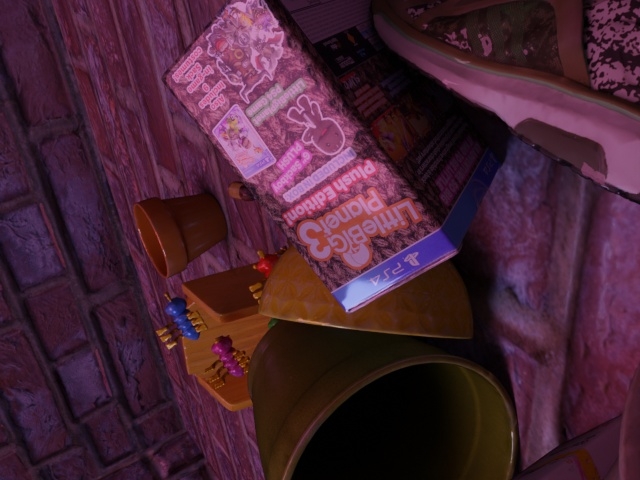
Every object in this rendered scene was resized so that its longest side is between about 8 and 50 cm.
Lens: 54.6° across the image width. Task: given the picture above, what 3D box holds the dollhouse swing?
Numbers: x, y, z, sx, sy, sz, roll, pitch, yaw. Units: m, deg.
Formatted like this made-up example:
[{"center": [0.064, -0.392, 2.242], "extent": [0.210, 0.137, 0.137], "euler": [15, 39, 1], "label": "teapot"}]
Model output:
[{"center": [-0.100, 0.272, 1.303], "extent": [0.347, 0.315, 0.305], "euler": [95, 153, -44], "label": "dollhouse swing"}]

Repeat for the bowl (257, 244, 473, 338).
[{"center": [0.067, 0.038, 0.841], "extent": [0.289, 0.289, 0.156], "euler": [-2, 80, 62], "label": "bowl"}]

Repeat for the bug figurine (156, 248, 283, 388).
[{"center": [-0.145, 0.146, 1.140], "extent": [0.072, 0.279, 0.216], "euler": [-91, -24, -75], "label": "bug figurine"}]

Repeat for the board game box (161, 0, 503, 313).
[{"center": [0.030, -0.119, 0.643], "extent": [0.141, 0.232, 0.291], "euler": [-34, 97, 35], "label": "board game box"}]

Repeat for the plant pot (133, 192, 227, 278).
[{"center": [-0.352, -0.032, 1.600], "extent": [0.205, 0.187, 0.205], "euler": [44, 147, 39], "label": "plant pot"}]

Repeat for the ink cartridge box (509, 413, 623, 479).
[{"center": [0.276, 0.330, 0.673], "extent": [0.168, 0.232, 0.171], "euler": [57, 153, 21], "label": "ink cartridge box"}]

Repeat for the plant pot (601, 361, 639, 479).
[{"center": [0.331, 0.233, 0.439], "extent": [0.334, 0.333, 0.305], "euler": [51, 161, 28], "label": "plant pot"}]

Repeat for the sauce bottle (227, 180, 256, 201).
[{"center": [-0.160, -0.105, 1.346], "extent": [0.128, 0.042, 0.042], "euler": [16, 125, 56], "label": "sauce bottle"}]

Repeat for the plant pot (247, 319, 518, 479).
[{"center": [0.044, 0.275, 0.970], "extent": [0.353, 0.366, 0.367], "euler": [33, 140, 61], "label": "plant pot"}]

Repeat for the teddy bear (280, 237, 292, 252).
[{"center": [0.000, 0.000, 1.086], "extent": [0.245, 0.113, 0.338], "euler": [50, 158, 41], "label": "teddy bear"}]

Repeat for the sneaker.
[{"center": [0.203, -0.185, 0.543], "extent": [0.182, 0.158, 0.410], "euler": [-59, 45, 19], "label": "sneaker"}]
